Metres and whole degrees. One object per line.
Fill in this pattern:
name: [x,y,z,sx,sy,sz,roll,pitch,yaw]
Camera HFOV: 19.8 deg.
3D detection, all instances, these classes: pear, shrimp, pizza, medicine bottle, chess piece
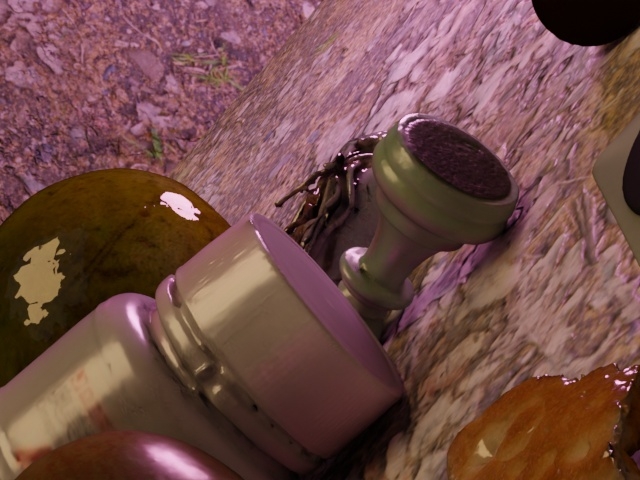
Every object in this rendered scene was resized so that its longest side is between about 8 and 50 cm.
pear: [-0.242,0.089,2.088,0.352,0.352,0.413,-46,23,19]
shrimp: [0.005,-0.001,1.830,0.343,0.145,0.116,-46,-18,-32]
pizza: [0.150,0.144,1.175,0.134,0.056,0.271,-59,14,-24]
medicine bottle: [-0.113,0.155,1.599,0.325,0.256,0.256,-38,15,8]
chess piece: [0.060,0.023,1.709,0.272,0.139,0.139,-56,9,28]

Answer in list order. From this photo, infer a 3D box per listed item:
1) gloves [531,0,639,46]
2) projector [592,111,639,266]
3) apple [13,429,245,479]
gloves: [0.290,-0.302,1.862,0.133,0.116,0.294,-35,12,28]
projector: [0.307,-0.084,1.219,0.257,0.079,0.259,-48,13,15]
apple: [-0.141,0.273,1.363,0.257,0.257,0.234,-52,11,-7]
